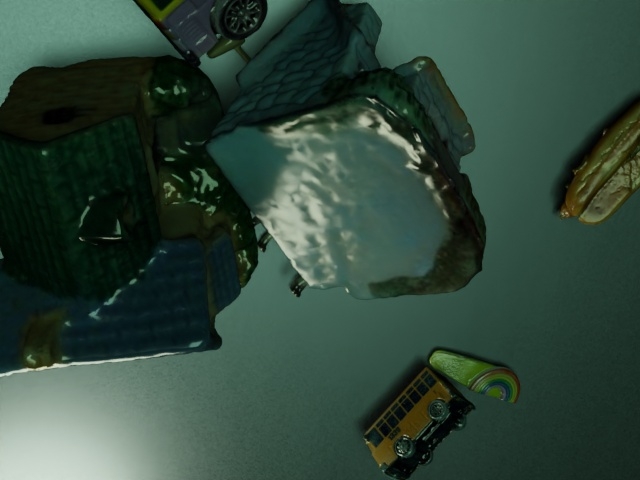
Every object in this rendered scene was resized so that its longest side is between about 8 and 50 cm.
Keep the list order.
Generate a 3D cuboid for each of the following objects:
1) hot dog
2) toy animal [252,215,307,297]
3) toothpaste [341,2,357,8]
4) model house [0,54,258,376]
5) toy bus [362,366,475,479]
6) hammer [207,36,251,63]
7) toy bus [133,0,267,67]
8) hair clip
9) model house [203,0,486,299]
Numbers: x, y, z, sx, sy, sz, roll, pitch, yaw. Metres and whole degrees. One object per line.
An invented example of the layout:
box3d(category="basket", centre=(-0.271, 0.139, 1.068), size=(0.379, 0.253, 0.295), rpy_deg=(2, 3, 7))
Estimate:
box3d(category="hot dog", centre=(0.494, -0.131, 1.570), size=(0.109, 0.072, 0.269), rpy_deg=(43, 94, -18))
box3d(category="toy animal", centre=(0.002, 0.002, 1.516), size=(0.176, 0.073, 0.217), rpy_deg=(-39, 105, -4))
box3d(category="toothpaste", centre=(0.030, -0.265, 1.454), size=(0.071, 0.045, 0.193), rpy_deg=(-1, 102, -20))
box3d(category="model house", centre=(-0.272, -0.011, 1.255), size=(0.335, 0.342, 0.382), rpy_deg=(-6, 122, 3))
box3d(category="toy bus", centre=(0.161, 0.313, 1.622), size=(0.182, 0.103, 0.091), rpy_deg=(-48, 139, 6))
box3d(category="hammer", centre=(-0.088, -0.233, 1.448), size=(0.060, 0.028, 0.195), rpy_deg=(-40, 111, 8))
box3d(category="toy bus", centre=(-0.097, -0.474, 1.225), size=(0.440, 0.209, 0.249), rpy_deg=(-41, 144, 2))
box3d(category="hair clip", centre=(0.276, 0.233, 1.659), size=(0.188, 0.033, 0.060), rpy_deg=(23, 101, -17))
box3d(category="model house", centre=(0.082, -0.151, 1.350), size=(0.297, 0.339, 0.360), rpy_deg=(-14, 130, 31))
